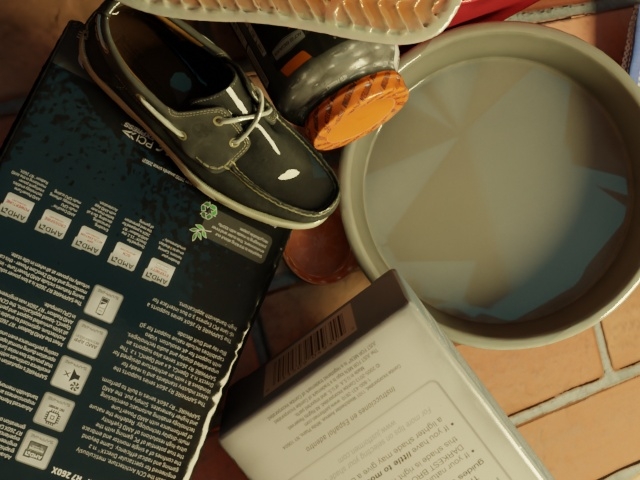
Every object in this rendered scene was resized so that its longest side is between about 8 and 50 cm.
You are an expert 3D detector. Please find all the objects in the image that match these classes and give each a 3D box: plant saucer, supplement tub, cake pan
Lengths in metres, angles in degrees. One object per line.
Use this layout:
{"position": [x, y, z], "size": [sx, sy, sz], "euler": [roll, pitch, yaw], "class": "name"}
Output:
{"position": [0.000, 0.000, 0.780], "size": [0.083, 0.013, 0.083], "euler": [2, 85, -23], "class": "plant saucer"}
{"position": [-0.010, -0.180, 0.714], "size": [0.117, 0.117, 0.190], "euler": [-25, 78, -23], "class": "supplement tub"}
{"position": [0.163, -0.049, 0.769], "size": [0.293, 0.054, 0.293], "euler": [0, 87, 3], "class": "cake pan"}

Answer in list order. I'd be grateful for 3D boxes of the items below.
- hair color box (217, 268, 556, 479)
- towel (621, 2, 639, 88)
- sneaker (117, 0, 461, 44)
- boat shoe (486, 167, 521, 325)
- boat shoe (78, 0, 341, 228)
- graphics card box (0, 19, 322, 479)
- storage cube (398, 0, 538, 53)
{"position": [0.103, 0.231, 0.714], "size": [0.185, 0.113, 0.374], "euler": [-36, 100, 6], "class": "hair color box"}
{"position": [0.475, -0.114, 0.961], "size": [0.336, 0.040, 0.243], "euler": [8, 91, -22], "class": "towel"}
{"position": [-0.057, -0.203, 0.593], "size": [0.302, 0.121, 0.108], "euler": [13, 106, -10], "class": "sneaker"}
{"position": [0.177, 0.009, 0.832], "size": [0.063, 0.066, 0.184], "euler": [-2, 76, -48], "class": "boat shoe"}
{"position": [-0.074, -0.090, 0.626], "size": [0.233, 0.079, 0.084], "euler": [40, 67, -16], "class": "boat shoe"}
{"position": [-0.173, 0.047, 0.658], "size": [0.233, 0.094, 0.371], "euler": [26, 76, -19], "class": "graphics card box"}
{"position": [0.112, -0.287, 0.758], "size": [0.215, 0.193, 0.184], "euler": [-22, 94, -22], "class": "storage cube"}
